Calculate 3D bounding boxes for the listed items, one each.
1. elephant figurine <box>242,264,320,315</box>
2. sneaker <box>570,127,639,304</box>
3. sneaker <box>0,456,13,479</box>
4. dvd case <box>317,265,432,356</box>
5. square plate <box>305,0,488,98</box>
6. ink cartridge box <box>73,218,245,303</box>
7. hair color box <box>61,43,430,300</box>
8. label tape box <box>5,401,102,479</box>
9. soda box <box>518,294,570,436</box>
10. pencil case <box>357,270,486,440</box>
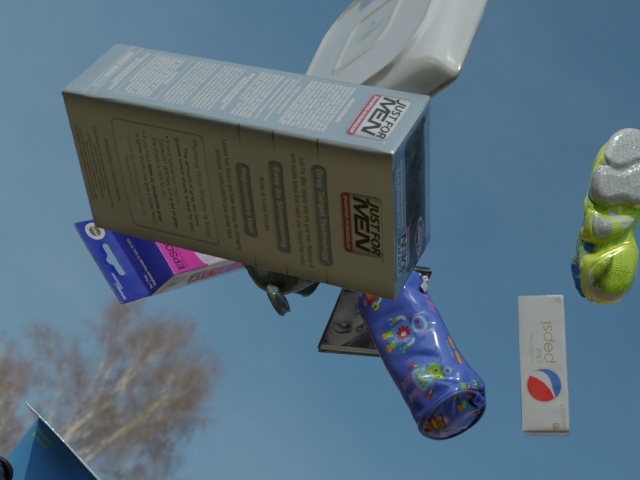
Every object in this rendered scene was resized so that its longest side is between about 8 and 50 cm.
[{"bbox_3d":[0.000,0.000,1.522,0.169,0.239,0.186,26,-78,44],"label":"elephant figurine"},{"bbox_3d":[0.381,-0.029,1.419,0.091,0.240,0.126,17,-11,-4],"label":"sneaker"},{"bbox_3d":[-0.423,0.358,1.233,0.316,0.182,0.127,62,4,-18],"label":"sneaker"},{"bbox_3d":[0.103,0.135,2.037,0.018,0.164,0.221,-115,-141,-51],"label":"dvd case"},{"bbox_3d":[0.070,-0.231,1.243,0.049,0.344,0.347,38,-40,-20],"label":"square plate"},{"bbox_3d":[-0.238,-0.011,1.881,0.176,0.370,0.069,56,-46,17],"label":"ink cartridge box"},{"bbox_3d":[-0.075,-0.079,1.124,0.374,0.114,0.185,13,-48,21],"label":"hair color box"},{"bbox_3d":[-0.346,0.406,1.516,0.249,0.115,0.348,40,-22,20],"label":"label tape box"},{"bbox_3d":[0.351,0.197,1.656,0.073,0.216,0.069,-3,-17,13],"label":"soda box"},{"bbox_3d":[0.166,0.176,1.740,0.119,0.133,0.306,39,19,-49],"label":"pencil case"}]
